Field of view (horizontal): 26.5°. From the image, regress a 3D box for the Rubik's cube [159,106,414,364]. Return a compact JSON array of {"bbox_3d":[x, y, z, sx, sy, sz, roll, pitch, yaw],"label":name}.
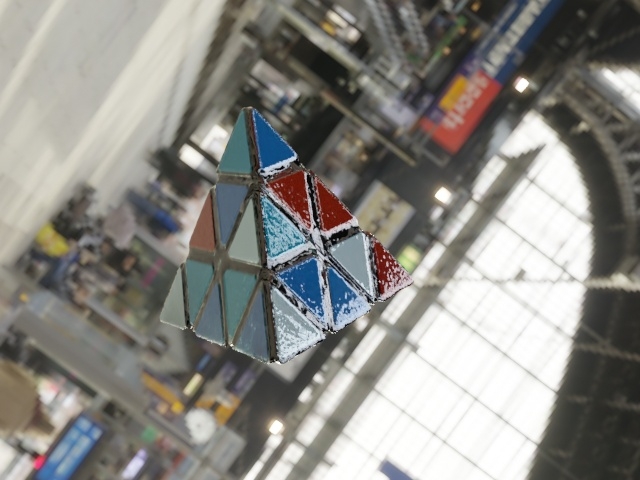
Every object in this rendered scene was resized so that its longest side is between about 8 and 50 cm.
[{"bbox_3d":[0.000,0.000,1.428,0.284,0.234,0.250,1,-95,62],"label":"Rubik's cube"}]
